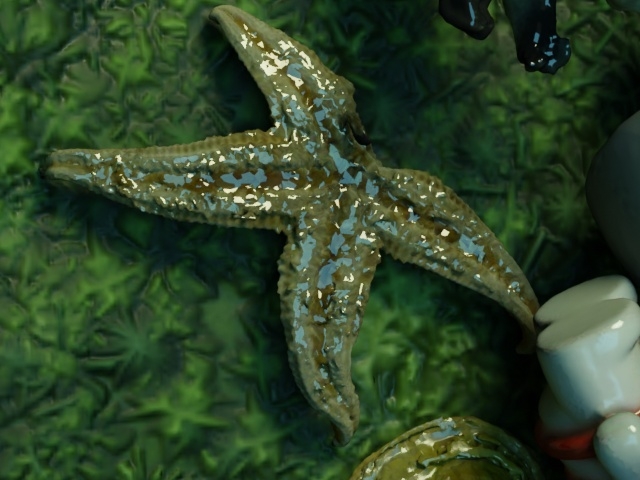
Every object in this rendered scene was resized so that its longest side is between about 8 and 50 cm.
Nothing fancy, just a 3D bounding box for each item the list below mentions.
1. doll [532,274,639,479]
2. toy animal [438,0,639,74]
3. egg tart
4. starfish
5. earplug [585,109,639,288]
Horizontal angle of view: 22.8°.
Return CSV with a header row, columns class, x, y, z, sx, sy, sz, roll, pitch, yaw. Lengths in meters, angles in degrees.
class,x,y,z,sx,sy,sz,roll,pitch,yaw
doll,0.181,0.160,0.769,0.130,0.161,0.290,-24,102,9
toy animal,0.079,-0.160,0.739,0.121,0.225,0.094,-57,148,10
egg tart,0.070,0.152,0.793,0.130,0.052,0.130,0,91,-18
starfish,-0.001,0.001,0.776,0.247,0.050,0.138,44,81,-8
earplug,0.255,-0.093,0.771,0.214,0.175,0.325,27,85,-52
